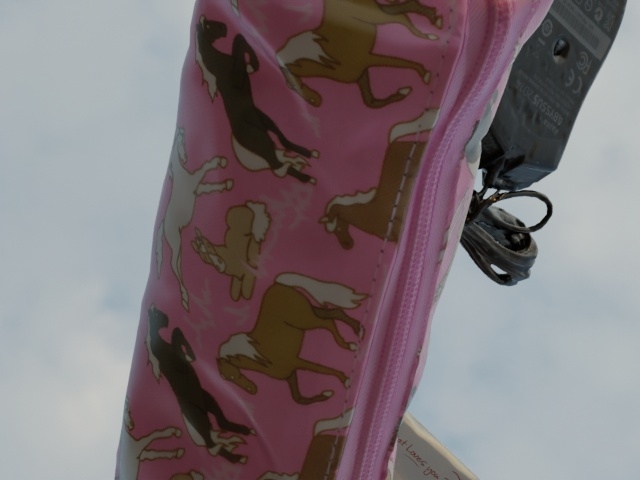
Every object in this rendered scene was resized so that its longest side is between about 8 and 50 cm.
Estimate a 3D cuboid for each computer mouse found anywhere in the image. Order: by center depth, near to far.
[{"bbox_3d":[0.132,-0.122,1.353,0.072,0.188,0.272,14,-109,44],"label":"computer mouse"}]

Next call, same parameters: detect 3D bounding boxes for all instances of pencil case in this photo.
[{"bbox_3d":[0.000,0.000,0.895,0.167,0.160,0.386,17,-60,9],"label":"pencil case"}]

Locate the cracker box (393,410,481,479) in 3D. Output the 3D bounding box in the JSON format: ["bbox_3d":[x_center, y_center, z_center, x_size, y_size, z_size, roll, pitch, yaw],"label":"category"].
[{"bbox_3d":[-0.029,0.178,1.139,0.155,0.232,0.067,43,-35,15],"label":"cracker box"}]
